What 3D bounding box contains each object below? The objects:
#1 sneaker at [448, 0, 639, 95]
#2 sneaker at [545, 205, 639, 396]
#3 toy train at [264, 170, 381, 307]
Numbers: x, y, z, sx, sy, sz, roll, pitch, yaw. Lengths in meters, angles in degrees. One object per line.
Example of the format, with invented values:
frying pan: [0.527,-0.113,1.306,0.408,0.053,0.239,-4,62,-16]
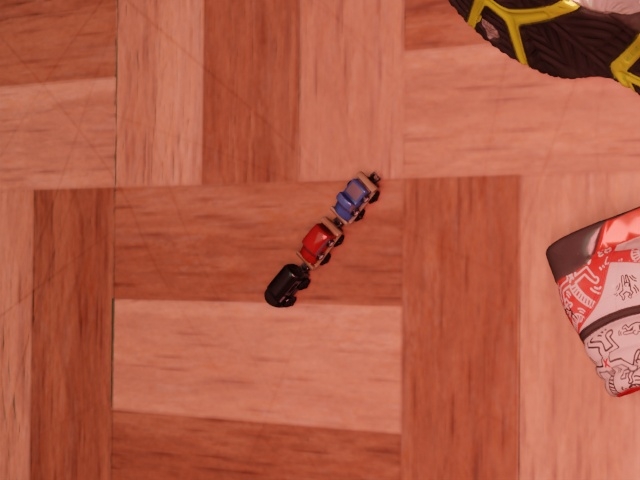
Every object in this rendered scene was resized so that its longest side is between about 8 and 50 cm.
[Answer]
sneaker: [0.226,-0.205,1.060,0.384,0.145,0.147,32,75,32]
sneaker: [0.303,0.024,1.010,0.270,0.090,0.145,-27,76,33]
toy train: [0.000,0.000,1.237,0.027,0.036,0.158,48,113,24]
